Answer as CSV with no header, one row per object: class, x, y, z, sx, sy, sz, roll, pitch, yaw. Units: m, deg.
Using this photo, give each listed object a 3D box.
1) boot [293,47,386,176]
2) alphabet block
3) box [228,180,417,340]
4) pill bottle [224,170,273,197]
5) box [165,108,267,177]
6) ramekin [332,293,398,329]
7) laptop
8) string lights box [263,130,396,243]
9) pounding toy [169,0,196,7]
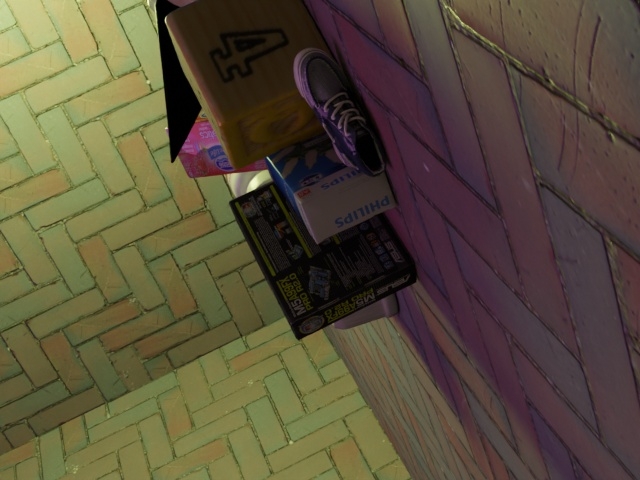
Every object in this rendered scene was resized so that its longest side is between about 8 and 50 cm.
boot,0.033,-0.175,1.411,0.190,0.069,0.086,58,171,-27
alphabet block,-0.095,-0.253,1.543,0.197,0.193,0.192,63,176,15
box,0.000,0.000,1.676,0.270,0.216,0.060,60,174,34
pill bottle,-0.163,-0.186,2.647,0.301,0.169,0.169,58,172,50
box,-0.161,-0.211,2.035,0.257,0.128,0.123,-3,120,40
ramekin,0.037,0.050,2.026,0.273,0.127,0.273,63,174,12
laptop,-0.305,-0.437,1.904,0.408,0.236,0.382,45,152,27
string lights box,0.005,-0.102,1.590,0.077,0.133,0.260,68,173,-29
pounding toy,-0.161,-0.438,1.593,0.154,0.155,0.269,52,141,12
